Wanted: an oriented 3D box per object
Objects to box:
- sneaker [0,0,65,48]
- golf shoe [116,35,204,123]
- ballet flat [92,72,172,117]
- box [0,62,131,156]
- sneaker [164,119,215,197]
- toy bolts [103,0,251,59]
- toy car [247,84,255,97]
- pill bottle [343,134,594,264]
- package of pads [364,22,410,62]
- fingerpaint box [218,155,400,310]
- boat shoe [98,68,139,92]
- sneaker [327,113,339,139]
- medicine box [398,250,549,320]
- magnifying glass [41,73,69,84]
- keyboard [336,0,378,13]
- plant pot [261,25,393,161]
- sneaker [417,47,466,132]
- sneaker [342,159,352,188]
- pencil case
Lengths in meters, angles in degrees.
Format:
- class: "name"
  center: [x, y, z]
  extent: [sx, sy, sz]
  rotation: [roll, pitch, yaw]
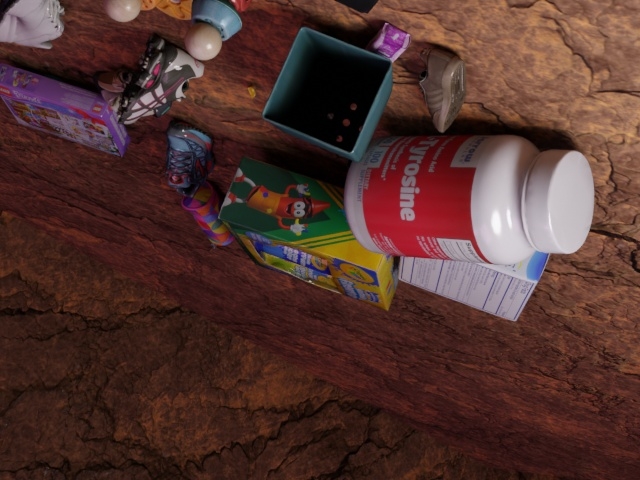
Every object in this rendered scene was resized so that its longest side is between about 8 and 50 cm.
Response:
- class: "sneaker"
  center: [-0.555, -0.455, 1.802]
  extent: [0.129, 0.111, 0.297]
  rotation: [14, 169, -23]
- class: "golf shoe"
  center: [-0.336, -0.301, 1.881]
  extent: [0.120, 0.105, 0.273]
  rotation: [15, 154, -26]
- class: "ballet flat"
  center: [-0.425, -0.313, 2.036]
  extent: [0.203, 0.074, 0.074]
  rotation: [18, 160, 15]
- class: "box"
  center: [-0.614, -0.309, 2.207]
  extent: [0.293, 0.057, 0.201]
  rotation: [19, 160, 9]
- class: "sneaker"
  center: [-0.311, -0.181, 2.169]
  extent: [0.104, 0.125, 0.262]
  rotation: [18, 160, 12]
- class: "toy bolts"
  center: [-0.235, -0.376, 1.530]
  extent: [0.228, 0.158, 0.218]
  rotation: [20, 160, 8]
- class: "toy car"
  center: [-0.088, -0.276, 1.840]
  extent: [0.122, 0.060, 0.040]
  rotation: [49, -164, -20]
- class: "pill bottle"
  center: [0.263, -0.075, 1.659]
  extent: [0.407, 0.229, 0.229]
  rotation: [4, 153, 40]
- class: "package of pads"
  center: [0.108, -0.315, 1.502]
  extent: [0.050, 0.032, 0.083]
  rotation: [24, 161, -12]
- class: "fingerpaint box"
  center: [0.000, 0.000, 2.158]
  extent: [0.371, 0.163, 0.445]
  rotation: [19, 168, 11]
- class: "boat shoe"
  center: [-0.418, -0.346, 1.982]
  extent: [0.135, 0.050, 0.045]
  rotation: [7, 153, 14]
- class: "sneaker"
  center: [0.005, -0.227, 1.823]
  extent: [0.053, 0.059, 0.144]
  rotation: [-11, 173, 3]
- class: "medicine box"
  center: [0.324, 0.025, 1.970]
  extent: [0.289, 0.149, 0.263]
  rotation: [19, 160, 9]
- class: "magnifying glass"
  center: [-0.631, -0.338, 2.271]
  extent: [0.092, 0.026, 0.231]
  rotation: [21, 158, 5]
- class: "keyboard"
  center: [0.055, -0.399, 1.361]
  extent: [0.108, 0.023, 0.180]
  rotation: [21, 161, -14]
- class: "plant pot"
  center: [0.027, -0.230, 1.597]
  extent: [0.165, 0.165, 0.234]
  rotation: [24, 178, 11]
- class: "sneaker"
  center: [0.198, -0.255, 1.539]
  extent: [0.071, 0.066, 0.188]
  rotation: [35, 159, 18]
- class: "sneaker"
  center: [0.084, -0.146, 1.945]
  extent: [0.089, 0.051, 0.170]
  rotation: [36, 152, -31]
- class: "pencil case"
  center: [-0.296, -0.071, 2.485]
  extent: [0.104, 0.104, 0.236]
  rotation: [16, 158, 20]
